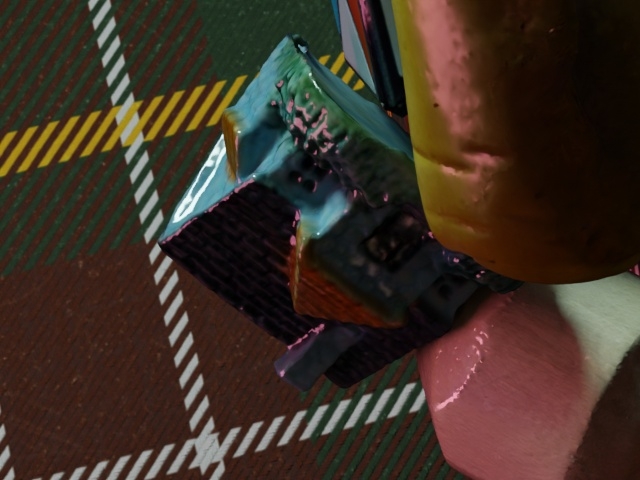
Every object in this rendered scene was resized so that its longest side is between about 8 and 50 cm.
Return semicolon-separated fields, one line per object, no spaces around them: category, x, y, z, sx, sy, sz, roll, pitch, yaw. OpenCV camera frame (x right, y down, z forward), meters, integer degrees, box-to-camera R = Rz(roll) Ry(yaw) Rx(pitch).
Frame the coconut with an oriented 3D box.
coconut;0.201;0.116;1.755;0.266;0.237;0.237;34;156;23

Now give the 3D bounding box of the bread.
bread;0.183;-0.151;1.439;0.208;0.251;0.376;38;143;57

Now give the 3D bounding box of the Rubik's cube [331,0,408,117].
Rubik's cube;0.128;-0.270;1.696;0.246;0.248;0.250;-114;9;-73

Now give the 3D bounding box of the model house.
model house;0.000;0.000;1.659;0.261;0.241;0.226;38;-169;-22
